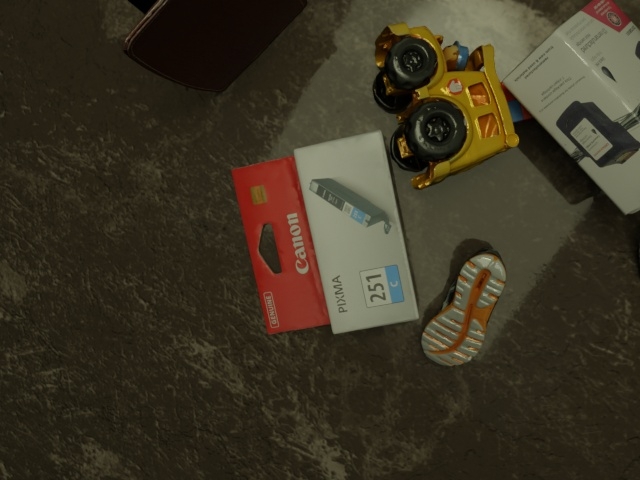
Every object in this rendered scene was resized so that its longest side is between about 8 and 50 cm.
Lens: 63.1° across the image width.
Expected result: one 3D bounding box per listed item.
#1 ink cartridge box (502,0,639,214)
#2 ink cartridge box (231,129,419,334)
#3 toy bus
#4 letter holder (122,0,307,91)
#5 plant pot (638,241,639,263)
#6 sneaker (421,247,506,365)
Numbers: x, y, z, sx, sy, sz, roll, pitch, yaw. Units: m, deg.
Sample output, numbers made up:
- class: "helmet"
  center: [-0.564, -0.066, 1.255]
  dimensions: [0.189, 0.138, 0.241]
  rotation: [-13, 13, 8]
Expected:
- class: "ink cartridge box"
  center: [0.380, -0.178, 0.674]
  dimensions: [0.237, 0.172, 0.100]
  rotation: [48, 146, 2]
- class: "ink cartridge box"
  center: [0.000, 0.000, 0.829]
  dimensions: [0.261, 0.066, 0.296]
  rotation: [-12, 94, 11]
- class: "toy bus"
  center: [0.195, -0.205, 0.736]
  dimensions: [0.212, 0.149, 0.220]
  rotation: [-18, 91, -1]
- class: "letter holder"
  center: [-0.172, -0.337, 0.698]
  dimensions: [0.214, 0.302, 0.152]
  rotation: [-44, 88, 13]
- class: "plant pot"
  center: [0.632, 0.048, 0.613]
  dimensions: [0.306, 0.334, 0.333]
  rotation: [-24, 92, 1]
- class: "sneaker"
  center: [0.224, 0.104, 0.796]
  dimensions: [0.084, 0.083, 0.214]
  rotation: [28, 119, 11]
